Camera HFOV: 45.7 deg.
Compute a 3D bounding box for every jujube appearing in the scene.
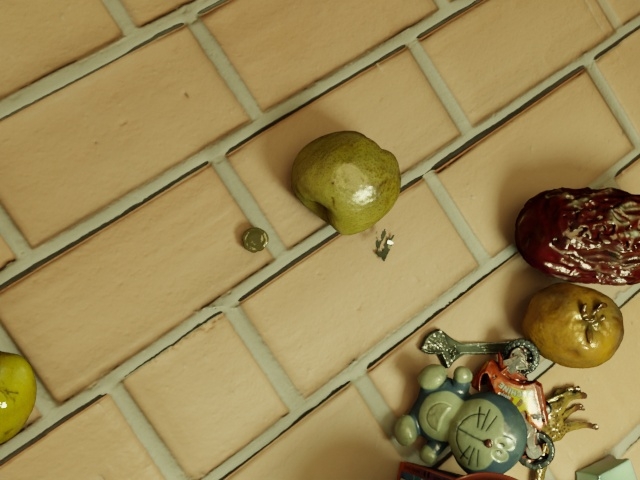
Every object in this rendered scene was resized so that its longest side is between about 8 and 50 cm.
[{"bbox_3d":[0.649,-0.016,1.789,0.376,0.258,0.258,10,80,-19],"label":"jujube"}]

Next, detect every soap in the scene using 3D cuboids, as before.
[{"bbox_3d":[0.700,0.650,1.807,0.145,0.091,0.231,-19,88,-19],"label":"soap"}]

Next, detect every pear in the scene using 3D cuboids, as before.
[{"bbox_3d":[-0.617,0.286,1.371,0.200,0.200,0.200,2,82,-18],"label":"pear"},{"bbox_3d":[0.060,-0.137,1.641,0.228,0.188,0.211,44,77,-12],"label":"pear"}]

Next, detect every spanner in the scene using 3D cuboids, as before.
[{"bbox_3d":[0.381,0.252,1.788,0.325,0.026,0.093,1,82,-20],"label":"spanner"}]

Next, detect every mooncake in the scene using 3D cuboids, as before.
[{"bbox_3d":[0.004,0.002,1.677,0.346,0.057,0.150,20,90,-18],"label":"mooncake"}]

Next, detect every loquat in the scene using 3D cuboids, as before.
[{"bbox_3d":[0.581,0.197,1.747,0.238,0.238,0.193,22,81,-14],"label":"loquat"}]

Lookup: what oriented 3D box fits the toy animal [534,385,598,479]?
[{"bbox_3d":[0.558,0.466,1.802,0.149,0.054,0.275,46,69,-11],"label":"toy animal"}]

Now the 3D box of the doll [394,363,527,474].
[{"bbox_3d":[0.312,0.398,1.634,0.154,0.258,0.228,19,96,-53],"label":"doll"}]

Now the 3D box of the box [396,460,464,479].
[{"bbox_3d":[0.290,0.665,1.548,0.256,0.318,0.349,18,79,-16],"label":"box"}]

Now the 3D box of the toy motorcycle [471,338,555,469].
[{"bbox_3d":[0.438,0.376,1.733,0.171,0.089,0.298,-9,88,16],"label":"toy motorcycle"}]

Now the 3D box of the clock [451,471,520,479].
[{"bbox_3d":[0.297,0.578,1.356,0.318,0.080,0.319,2,79,-10],"label":"clock"}]
